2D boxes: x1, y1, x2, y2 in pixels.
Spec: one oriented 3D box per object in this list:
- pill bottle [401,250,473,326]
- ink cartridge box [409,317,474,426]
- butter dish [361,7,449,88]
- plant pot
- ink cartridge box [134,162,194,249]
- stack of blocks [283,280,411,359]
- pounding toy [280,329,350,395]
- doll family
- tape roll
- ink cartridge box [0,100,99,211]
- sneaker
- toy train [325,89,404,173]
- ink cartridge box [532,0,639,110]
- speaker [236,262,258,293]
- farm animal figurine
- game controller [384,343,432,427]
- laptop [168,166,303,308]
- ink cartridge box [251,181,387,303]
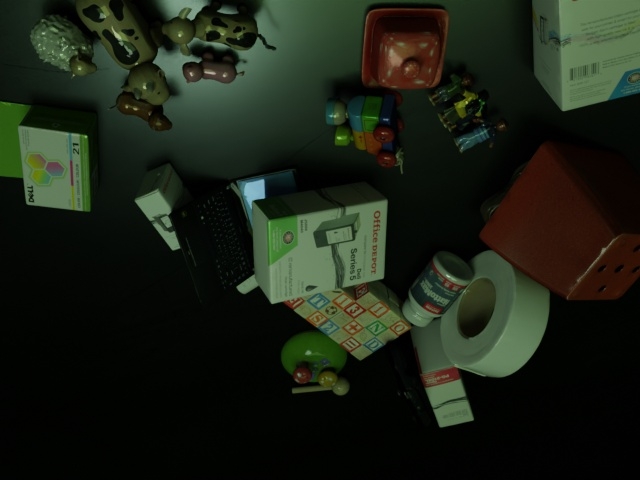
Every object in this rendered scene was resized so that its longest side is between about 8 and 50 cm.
[{"bbox_3d":[0.278,0.123,1.597,0.107,0.108,0.180,20,124,-18],"label":"pill bottle"},{"bbox_3d":[0.320,0.352,1.737,0.100,0.172,0.237,-17,127,9],"label":"ink cartridge box"},{"bbox_3d":[0.162,-0.340,1.224,0.160,0.118,0.160,0,127,-3],"label":"butter dish"},{"bbox_3d":[0.550,-0.020,1.372,0.267,0.236,0.267,3,130,-31],"label":"plant pot"},{"bbox_3d":[-0.322,-0.073,1.409,0.063,0.109,0.151,-18,127,17],"label":"ink cartridge box"},{"bbox_3d":[0.065,0.154,1.622,0.171,0.087,0.297,-37,121,23],"label":"stack of blocks"},{"bbox_3d":[-0.011,0.361,1.765,0.182,0.110,0.237,-8,128,3],"label":"pounding toy"},{"bbox_3d":[0.303,-0.256,1.322,0.111,0.076,0.193,-27,143,19],"label":"doll family"},{"bbox_3d":[0.399,0.171,1.531,0.100,0.286,0.286,20,124,-19],"label":"tape roll"},{"bbox_3d":[-0.588,-0.172,1.327,0.255,0.097,0.189,6,127,-9],"label":"ink cartridge box"},{"bbox_3d":[0.439,-0.100,1.456,0.066,0.071,0.188,29,121,-23],"label":"sneaker"},{"bbox_3d":[0.094,-0.206,1.350,0.143,0.105,0.248,9,156,13],"label":"toy train"},{"bbox_3d":[0.485,-0.388,1.173,0.171,0.168,0.233,-12,128,6],"label":"ink cartridge box"},{"bbox_3d":[-0.142,0.073,1.568,0.136,0.055,0.055,-32,123,20],"label":"speaker"},{"bbox_3d":[-0.299,-0.342,1.161,0.330,0.172,0.326,-37,121,23],"label":"farm animal figurine"},{"bbox_3d":[0.227,0.381,1.711,0.067,0.167,0.319,-31,148,-2],"label":"game controller"},{"bbox_3d":[-0.156,-0.005,1.422,0.136,0.264,0.235,8,122,42],"label":"laptop"},{"bbox_3d":[0.000,0.000,1.411,0.272,0.115,0.199,-11,119,-21],"label":"ink cartridge box"}]
